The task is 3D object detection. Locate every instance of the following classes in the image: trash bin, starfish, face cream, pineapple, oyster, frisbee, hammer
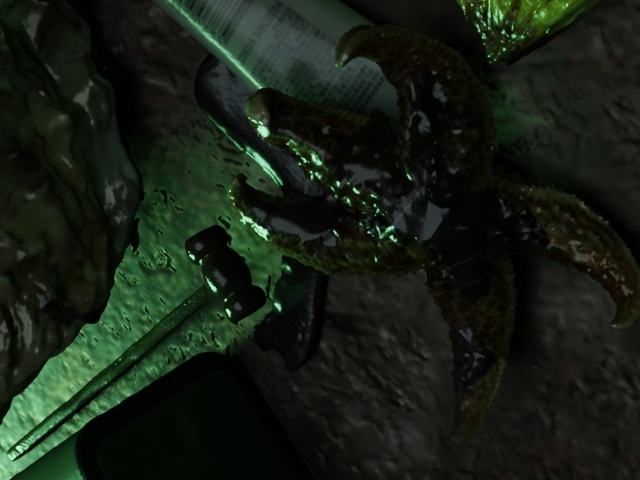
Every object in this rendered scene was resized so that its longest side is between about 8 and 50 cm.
[{"bbox_3d":[-0.158,0.251,1.117,0.343,0.158,0.223,-32,89,37],"label":"trash bin"},{"bbox_3d":[0.063,-0.006,0.918,0.238,0.071,0.216,14,116,18],"label":"starfish"},{"bbox_3d":[-0.033,-0.126,0.958,0.243,0.058,0.092,40,112,9],"label":"face cream"},{"bbox_3d":[0.104,-0.144,0.862,0.137,0.069,0.116,28,127,32],"label":"pineapple"},{"bbox_3d":[-0.236,-0.053,1.072,0.238,0.114,0.351,-21,80,36],"label":"oyster"},{"bbox_3d":[0.000,0.000,1.007,0.211,0.012,0.187,25,119,22],"label":"frisbee"},{"bbox_3d":[-0.136,0.083,1.115,0.292,0.029,0.058,-39,80,41],"label":"hammer"}]

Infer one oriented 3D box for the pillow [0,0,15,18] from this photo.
[{"bbox_3d":[-0.228,-0.200,0.996,0.181,0.134,0.078,25,164,39],"label":"pillow"}]
